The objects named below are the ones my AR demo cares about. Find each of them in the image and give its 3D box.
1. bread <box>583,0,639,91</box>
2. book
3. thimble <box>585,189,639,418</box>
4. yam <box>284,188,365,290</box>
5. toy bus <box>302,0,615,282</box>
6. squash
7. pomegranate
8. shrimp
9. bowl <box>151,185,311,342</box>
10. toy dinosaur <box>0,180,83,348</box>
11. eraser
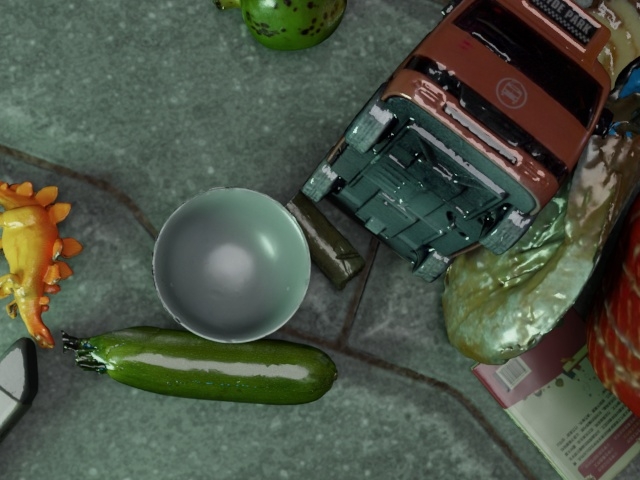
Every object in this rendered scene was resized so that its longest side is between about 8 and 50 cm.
[{"bbox_3d":[0.353,-0.205,1.309,0.190,0.123,0.244,23,80,-8],"label":"bread"},{"bbox_3d":[0.327,0.201,1.303,0.162,0.022,0.232,-41,91,-10],"label":"book"},{"bbox_3d":[0.500,0.065,1.167,0.350,0.230,0.350,2,44,-2],"label":"thimble"},{"bbox_3d":[0.000,0.000,1.259,0.054,0.054,0.132,-41,90,-12],"label":"yam"},{"bbox_3d":[0.142,-0.109,1.109,0.203,0.427,0.233,37,75,-3],"label":"toy bus"},{"bbox_3d":[-0.143,0.149,1.197,0.332,0.087,0.087,7,82,-11],"label":"squash"},{"bbox_3d":[-0.048,-0.310,1.255,0.169,0.122,0.143,1,112,-12],"label":"pomegranate"},{"bbox_3d":[0.284,-0.034,1.161,0.110,0.221,0.445,23,117,-25],"label":"shrimp"},{"bbox_3d":[-0.112,0.034,1.218,0.189,0.086,0.188,2,80,-10],"label":"bowl"},{"bbox_3d":[-0.347,-0.009,1.191,0.117,0.070,0.288,-19,73,-5],"label":"toy dinosaur"},{"bbox_3d":[-0.432,0.261,1.134,0.061,0.089,0.352,38,79,1],"label":"eraser"}]
